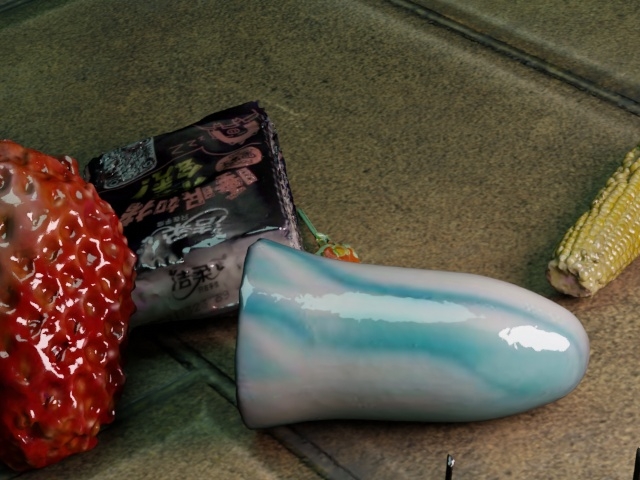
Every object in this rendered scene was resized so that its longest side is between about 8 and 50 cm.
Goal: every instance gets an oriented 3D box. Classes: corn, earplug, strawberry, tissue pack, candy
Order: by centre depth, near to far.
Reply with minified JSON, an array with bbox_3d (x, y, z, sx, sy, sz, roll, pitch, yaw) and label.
[{"bbox_3d":[0.092,0.095,1.704,0.324,0.185,0.185,2,34,10],"label":"earplug"},{"bbox_3d":[-0.312,0.055,1.762,0.265,0.149,0.336,-22,66,3],"label":"strawberry"},{"bbox_3d":[0.329,-0.033,1.918,0.086,0.086,0.288,15,42,33],"label":"corn"},{"bbox_3d":[-0.148,-0.016,1.984,0.245,0.123,0.332,-18,29,2],"label":"tissue pack"},{"bbox_3d":[0.000,0.000,2.002,0.055,0.049,0.185,13,19,-21],"label":"candy"}]

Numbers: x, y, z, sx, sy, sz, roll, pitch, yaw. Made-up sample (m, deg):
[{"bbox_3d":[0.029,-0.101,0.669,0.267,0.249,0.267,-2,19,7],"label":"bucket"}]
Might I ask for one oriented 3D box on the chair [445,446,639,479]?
[{"bbox_3d":[0.168,0.274,1.386,0.158,0.247,0.172,-3,52,-3],"label":"chair"}]
